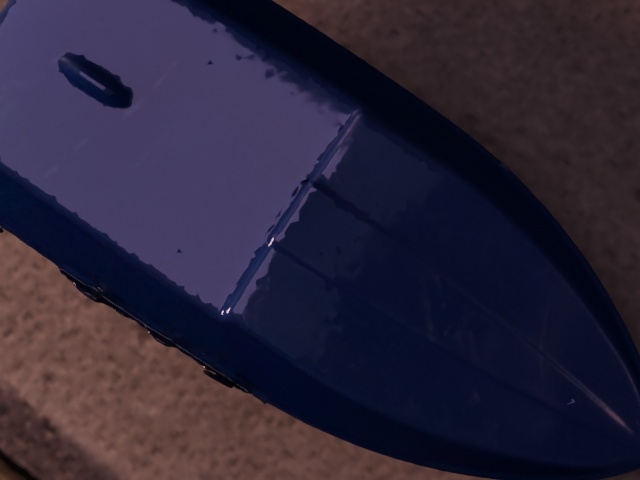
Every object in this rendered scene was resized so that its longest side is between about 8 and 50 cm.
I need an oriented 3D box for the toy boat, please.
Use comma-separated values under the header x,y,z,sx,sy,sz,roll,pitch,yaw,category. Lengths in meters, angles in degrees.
x,y,z,sx,sy,sz,roll,pitch,yaw,category
0.000,0.000,0.669,0.295,0.088,0.129,33,88,3,toy boat
